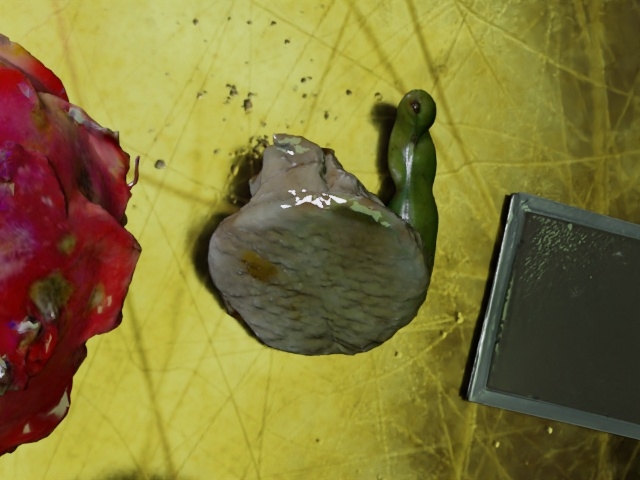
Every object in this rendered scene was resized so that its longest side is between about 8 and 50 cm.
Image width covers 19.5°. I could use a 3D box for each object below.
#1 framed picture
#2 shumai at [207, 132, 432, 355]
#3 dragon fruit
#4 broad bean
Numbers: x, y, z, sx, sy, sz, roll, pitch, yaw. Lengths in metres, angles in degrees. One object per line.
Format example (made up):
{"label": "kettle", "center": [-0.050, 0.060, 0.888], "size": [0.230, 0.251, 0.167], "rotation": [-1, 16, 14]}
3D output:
{"label": "framed picture", "center": [0.270, 0.079, 1.718], "size": [0.252, 0.014, 0.197], "rotation": [14, 86, -14]}
{"label": "shumai", "center": [0.000, 0.000, 1.604], "size": [0.201, 0.201, 0.120], "rotation": [27, 42, -13]}
{"label": "dragon fruit", "center": [-0.303, -0.002, 1.438], "size": [0.386, 0.249, 0.370], "rotation": [-22, 90, -27]}
{"label": "broad bean", "center": [0.081, -0.028, 1.648], "size": [0.048, 0.070, 0.213], "rotation": [2, 98, 2]}
